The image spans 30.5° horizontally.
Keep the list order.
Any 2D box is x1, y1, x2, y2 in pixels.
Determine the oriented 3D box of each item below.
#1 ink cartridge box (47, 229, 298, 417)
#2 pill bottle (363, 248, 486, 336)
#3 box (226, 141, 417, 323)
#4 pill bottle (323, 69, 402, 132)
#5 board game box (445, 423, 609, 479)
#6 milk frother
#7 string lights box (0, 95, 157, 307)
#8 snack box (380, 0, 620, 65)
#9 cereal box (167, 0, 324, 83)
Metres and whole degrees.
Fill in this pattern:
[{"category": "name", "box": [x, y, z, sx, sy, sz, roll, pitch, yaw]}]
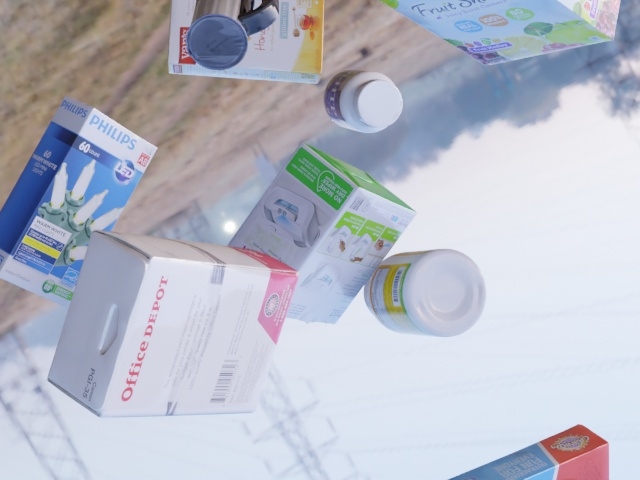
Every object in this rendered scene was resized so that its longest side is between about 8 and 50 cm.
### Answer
[{"category": "ink cartridge box", "box": [-0.180, 0.106, 1.487, 0.117, 0.207, 0.283, 24, -171, 37]}, {"category": "pill bottle", "box": [0.157, 0.085, 1.895, 0.136, 0.136, 0.245, -30, -174, -16]}, {"category": "box", "box": [0.000, 0.000, 1.779, 0.231, 0.127, 0.262, -54, 158, 9]}, {"category": "pill bottle", "box": [0.080, -0.253, 2.132, 0.112, 0.112, 0.186, -29, -165, -9]}, {"category": "board game box", "box": [0.287, 0.438, 1.619, 0.242, 0.317, 0.064, -17, -155, -24]}, {"category": "milk frother", "box": [-0.137, -0.329, 1.572, 0.129, 0.143, 0.135, -34, -150, 24]}, {"category": "string lights box", "box": [-0.352, -0.053, 1.629, 0.076, 0.133, 0.260, 26, -94, 42]}, {"category": "snack box", "box": [0.169, -0.256, 1.179, 0.207, 0.070, 0.174, 24, 162, -36]}, {"category": "cereal box", "box": [-0.116, -0.339, 1.840, 0.240, 0.173, 0.047, 3, 164, -7]}]
